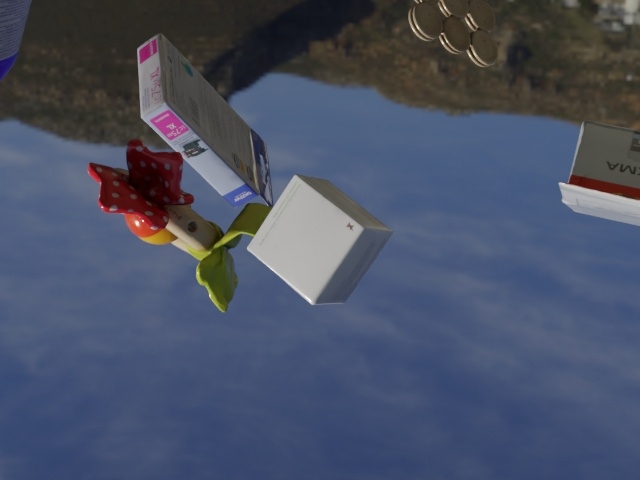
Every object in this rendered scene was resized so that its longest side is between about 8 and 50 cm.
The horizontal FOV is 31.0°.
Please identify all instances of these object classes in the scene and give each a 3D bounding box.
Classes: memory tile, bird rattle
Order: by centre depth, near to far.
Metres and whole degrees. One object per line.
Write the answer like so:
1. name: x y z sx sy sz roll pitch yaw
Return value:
1. memory tile: 0.126 -0.246 1.115 0.113 0.148 0.012 16 154 -35
2. bird rattle: -0.190 -0.025 1.380 0.253 0.143 0.207 29 172 -37

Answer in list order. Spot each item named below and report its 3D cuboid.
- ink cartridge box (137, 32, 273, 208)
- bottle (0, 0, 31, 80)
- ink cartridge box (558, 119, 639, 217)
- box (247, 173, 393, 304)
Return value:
1. ink cartridge box: -0.190 -0.185 1.945 0.065 0.311 0.186 -30 -136 19
2. bottle: -0.374 -0.219 1.215 0.092 0.283 0.118 42 -141 20
3. ink cartridge box: 0.355 -0.038 0.929 0.308 0.091 0.385 13 -178 14
4. box: 0.000 0.000 1.219 0.102 0.101 0.087 38 -167 19
